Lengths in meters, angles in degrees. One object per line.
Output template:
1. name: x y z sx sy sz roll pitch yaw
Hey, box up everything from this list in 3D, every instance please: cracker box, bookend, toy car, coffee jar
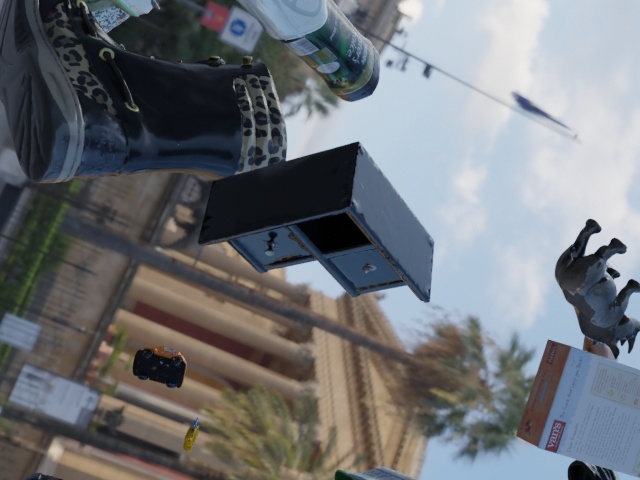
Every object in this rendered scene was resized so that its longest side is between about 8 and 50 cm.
1. cracker box: 0.423 0.255 1.427 0.067 0.232 0.155 16 -94 69
2. bookend: 0.000 0.000 0.876 0.157 0.156 0.072 -12 -129 28
3. toy car: -0.166 0.166 1.035 0.040 0.060 0.122 -70 157 -68
4. coffee jar: 0.017 -0.284 1.398 0.079 0.184 0.096 -15 -121 29

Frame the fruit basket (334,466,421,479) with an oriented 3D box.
1. fruit basket: 0.025 0.490 1.656 0.327 0.353 0.165 -1 -96 63

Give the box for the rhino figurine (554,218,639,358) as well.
1. rhino figurine: 0.413 0.088 1.397 0.106 0.243 0.073 -44 -145 -13

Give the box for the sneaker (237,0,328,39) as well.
1. sneaker: -0.026 -0.272 0.714 0.110 0.118 0.292 -11 -128 30

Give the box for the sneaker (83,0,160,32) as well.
1. sneaker: -0.456 -0.445 1.578 0.182 0.410 0.158 -44 -129 14

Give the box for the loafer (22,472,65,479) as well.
1. loafer: -0.262 0.352 1.115 0.076 0.223 0.078 -52 172 8

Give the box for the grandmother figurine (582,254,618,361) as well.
1. grandmother figurine: 0.559 0.183 1.923 0.207 0.104 0.342 71 17 -62

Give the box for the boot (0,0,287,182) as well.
1. boot: -0.215 -0.192 1.104 0.138 0.284 0.377 -65 -144 32

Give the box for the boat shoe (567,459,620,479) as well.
1. boat shoe: 0.589 0.614 2.002 0.127 0.113 0.339 -31 -134 39
